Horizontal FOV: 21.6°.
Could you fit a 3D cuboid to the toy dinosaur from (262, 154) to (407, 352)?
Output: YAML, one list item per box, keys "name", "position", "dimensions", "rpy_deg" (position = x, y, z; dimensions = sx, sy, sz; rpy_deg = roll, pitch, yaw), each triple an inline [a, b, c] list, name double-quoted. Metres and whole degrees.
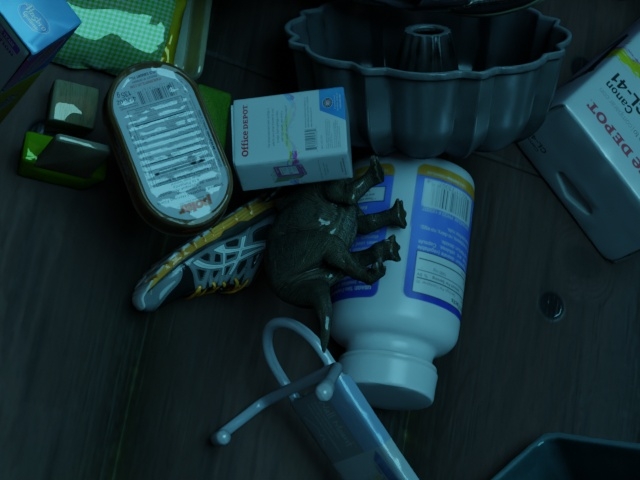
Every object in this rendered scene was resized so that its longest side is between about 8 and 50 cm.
- name: "toy dinosaur"
  position: [0.000, 0.000, 1.808]
  dimensions: [0.121, 0.160, 0.313]
  rpy_deg: [49, 37, -54]

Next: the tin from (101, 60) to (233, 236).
- name: "tin"
  position: [-0.158, -0.096, 1.730]
  dimensions: [0.106, 0.040, 0.189]
  rpy_deg: [-19, 79, -15]

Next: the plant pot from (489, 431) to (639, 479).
- name: "plant pot"
  position: [0.302, 0.394, 1.870]
  dimensions: [0.248, 0.247, 0.252]
  rpy_deg: [-35, 110, -30]

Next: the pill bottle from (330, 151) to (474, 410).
- name: "pill bottle"
  position: [0.088, 0.049, 1.909]
  dimensions: [0.152, 0.152, 0.272]
  rpy_deg: [16, 69, -21]

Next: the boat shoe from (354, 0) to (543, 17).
- name: "boat shoe"
  position: [0.129, -0.305, 1.912]
  dimensions: [0.092, 0.285, 0.102]
  rpy_deg: [-24, 118, -62]

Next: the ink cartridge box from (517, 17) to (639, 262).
- name: "ink cartridge box"
  position: [0.431, -0.152, 2.148]
  dimensions: [0.306, 0.131, 0.226]
  rpy_deg: [-41, 95, -31]

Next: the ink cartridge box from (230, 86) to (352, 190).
- name: "ink cartridge box"
  position: [-0.031, -0.108, 1.781]
  dimensions: [0.122, 0.052, 0.088]
  rpy_deg: [-6, 57, 5]

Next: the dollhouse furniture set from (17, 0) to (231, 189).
- name: "dollhouse furniture set"
  position: [-0.209, -0.211, 1.841]
  dimensions: [0.198, 0.151, 0.301]
  rpy_deg: [13, 70, -22]

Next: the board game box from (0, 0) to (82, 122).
- name: "board game box"
  position: [-0.379, -0.239, 1.674]
  dimensions: [0.064, 0.316, 0.242]
  rpy_deg: [-39, 95, -29]

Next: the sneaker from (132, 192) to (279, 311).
- name: "sneaker"
  position: [-0.115, 0.027, 1.859]
  dimensions: [0.215, 0.084, 0.083]
  rpy_deg: [-33, 96, -30]

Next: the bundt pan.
- name: "bundt pan"
  position: [0.121, -0.186, 1.930]
  dimensions: [0.331, 0.331, 0.124]
  rpy_deg: [-14, 118, -28]

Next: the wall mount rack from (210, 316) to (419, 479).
- name: "wall mount rack"
  position: [0.031, 0.241, 1.736]
  dimensions: [0.130, 0.304, 0.350]
  rpy_deg: [-35, 92, -32]
